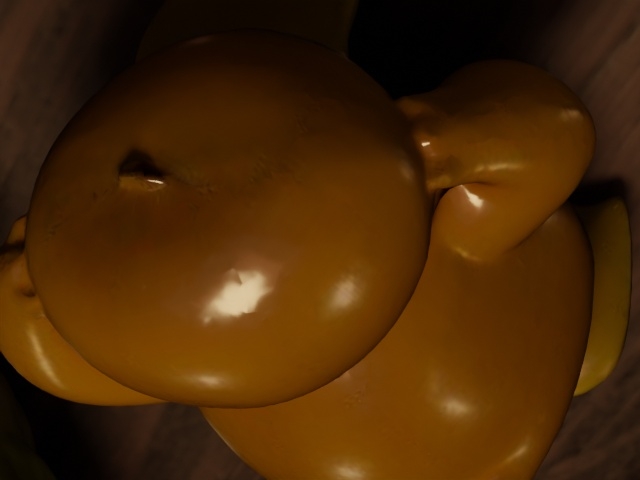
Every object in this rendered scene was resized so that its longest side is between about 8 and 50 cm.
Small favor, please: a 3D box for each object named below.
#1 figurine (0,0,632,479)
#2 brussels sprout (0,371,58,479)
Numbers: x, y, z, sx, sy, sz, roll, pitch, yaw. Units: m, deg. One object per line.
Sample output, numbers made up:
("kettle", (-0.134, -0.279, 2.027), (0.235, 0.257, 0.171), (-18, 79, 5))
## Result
("figurine", (0.005, 0.008, 0.656), (0.215, 0.215, 0.228), (-23, 124, 20))
("brussels sprout", (-0.235, 0.139, 0.745), (0.274, 0.242, 0.316), (-17, 121, 8))
